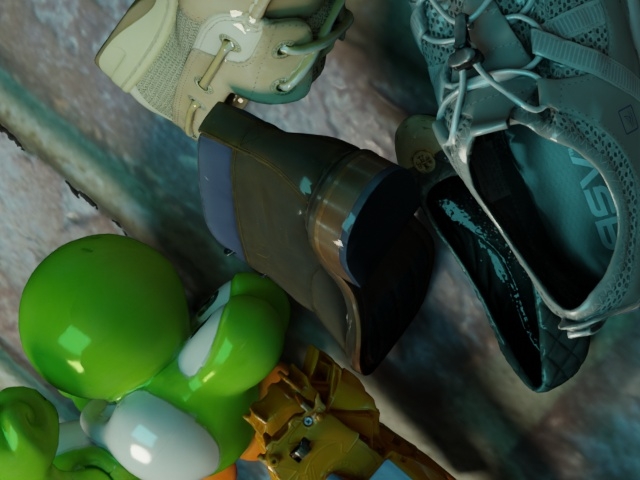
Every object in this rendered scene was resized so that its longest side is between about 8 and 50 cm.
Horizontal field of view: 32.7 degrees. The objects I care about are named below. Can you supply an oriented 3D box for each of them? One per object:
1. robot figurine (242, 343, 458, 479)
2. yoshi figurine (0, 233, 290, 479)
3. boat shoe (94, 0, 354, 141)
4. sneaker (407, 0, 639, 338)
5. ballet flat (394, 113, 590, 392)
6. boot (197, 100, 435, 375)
[{"bbox_3d":[0.085,0.184,0.631,0.291,0.211,0.085,40,86,-6],"label":"robot figurine"},{"bbox_3d":[-0.180,0.130,0.753,0.362,0.203,0.203,-47,50,18],"label":"yoshi figurine"},{"bbox_3d":[-0.027,-0.124,0.554,0.098,0.109,0.302,46,152,-10],"label":"boat shoe"},{"bbox_3d":[0.097,-0.087,0.511,0.105,0.115,0.281,-26,95,39],"label":"sneaker"},{"bbox_3d":[0.096,0.004,0.605,0.057,0.049,0.173,-31,95,41],"label":"ballet flat"},{"bbox_3d":[0.000,0.000,0.614,0.106,0.082,0.219,31,159,21],"label":"boot"}]
